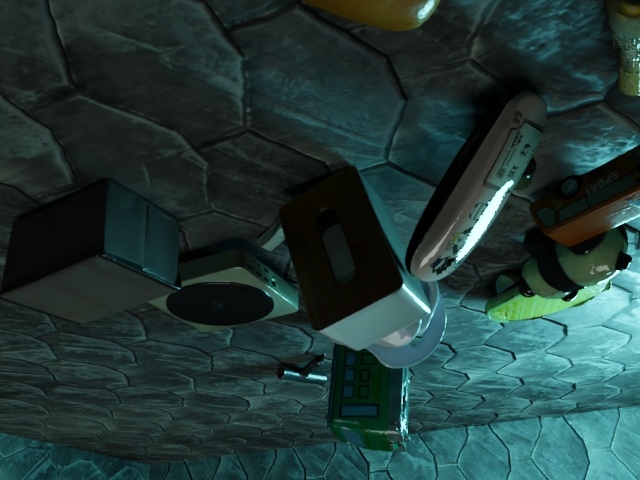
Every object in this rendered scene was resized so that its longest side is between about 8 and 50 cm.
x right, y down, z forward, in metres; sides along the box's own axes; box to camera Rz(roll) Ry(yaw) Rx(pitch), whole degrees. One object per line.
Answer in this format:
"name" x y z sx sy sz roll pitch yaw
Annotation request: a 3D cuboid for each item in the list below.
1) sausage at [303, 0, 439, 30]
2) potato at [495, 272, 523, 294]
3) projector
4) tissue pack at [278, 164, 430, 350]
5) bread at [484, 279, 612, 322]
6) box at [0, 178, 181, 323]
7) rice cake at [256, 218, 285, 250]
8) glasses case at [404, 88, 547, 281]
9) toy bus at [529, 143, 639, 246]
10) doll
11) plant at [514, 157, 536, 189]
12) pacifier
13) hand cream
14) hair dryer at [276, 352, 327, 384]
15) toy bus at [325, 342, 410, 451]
"sausage" 0.019 -0.281 0.600 0.238 0.098 0.098 14 147 -23
"potato" 0.428 0.090 1.355 0.037 0.036 0.093 -28 164 -16
"projector" -0.213 0.109 1.282 0.258 0.079 0.257 -15 149 21
"tissue pack" 0.053 0.031 0.975 0.159 0.246 0.136 -30 145 15
"bread" 0.530 0.131 1.391 0.301 0.045 0.301 -10 158 -4
"box" -0.400 0.028 1.051 0.252 0.153 0.188 -19 148 26
"rice cake" -0.069 -0.025 1.110 0.033 0.029 0.170 8 151 -31
"glasses case" 0.225 -0.073 0.869 0.122 0.075 0.315 4 120 -52
"toy bus" 0.529 -0.111 0.941 0.093 0.092 0.408 22 141 -33
"doll" 0.488 0.034 1.159 0.143 0.135 0.234 14 151 -23
"plant" 0.317 -0.126 0.941 0.051 0.051 0.102 -8 145 10
"pacifier" 0.128 0.135 1.295 0.287 0.239 0.226 22 179 -9
"hand cream" 0.390 -0.245 0.720 0.083 0.084 0.203 -15 156 21
"hair dryer" -0.013 0.397 1.854 0.173 0.050 0.194 17 142 -36
"toy bus" 0.126 0.330 1.456 0.199 0.344 0.184 0 146 13
